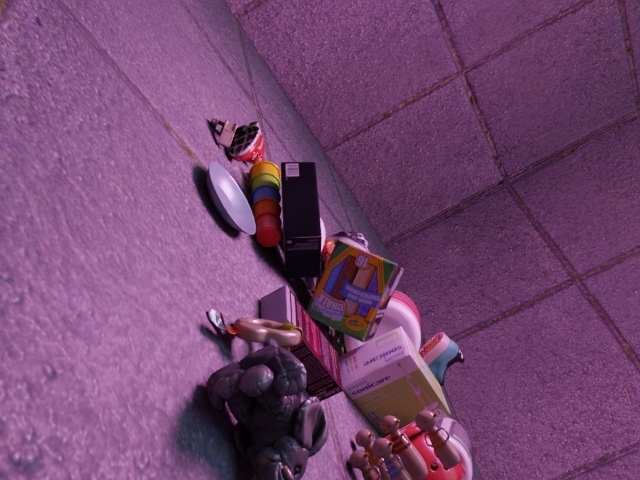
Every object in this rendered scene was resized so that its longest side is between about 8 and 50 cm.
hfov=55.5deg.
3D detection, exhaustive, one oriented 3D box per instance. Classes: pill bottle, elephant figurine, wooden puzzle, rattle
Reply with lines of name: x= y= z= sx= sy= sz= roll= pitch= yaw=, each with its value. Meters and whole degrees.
pill bottle: x=0.209 y=0.279 z=1.969 sx=0.229 sy=0.229 sz=0.408 roll=62 pitch=9 yaw=2
pill bottle: x=0.349 y=0.637 z=1.798 sx=0.204 sy=0.204 sz=0.361 roll=64 pitch=11 yaw=12
elephant figurine: x=-0.069 y=0.295 z=0.924 sx=0.169 sy=0.186 sz=0.239 roll=-11 pitch=-80 yaw=56
wooden puzzle: x=0.052 y=0.300 z=1.770 sx=0.116 sy=0.014 sz=0.078 roll=57 pitch=11 yaw=-24
rattle: x=-0.131 y=0.203 z=1.110 sx=0.130 sy=0.142 sz=0.200 roll=31 pitch=11 yaw=30

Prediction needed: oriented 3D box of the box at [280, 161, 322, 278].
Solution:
box: x=-0.053 y=-0.056 z=1.634 sx=0.184 sy=0.103 sz=0.261 roll=96 pitch=-9 yaw=-53

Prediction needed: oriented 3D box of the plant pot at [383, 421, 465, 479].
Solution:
plant pot: x=0.245 y=0.560 z=1.546 sx=0.174 sy=0.191 sz=0.191 roll=63 pitch=10 yaw=20

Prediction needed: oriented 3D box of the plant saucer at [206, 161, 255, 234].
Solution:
plant saucer: x=-0.218 y=-0.091 z=1.425 sx=0.195 sy=0.037 sz=0.195 roll=57 pitch=12 yaw=-19

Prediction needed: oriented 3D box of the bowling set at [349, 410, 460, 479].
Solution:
bowling set: x=0.136 y=0.476 z=1.308 sx=0.200 sy=0.287 sz=0.154 roll=-17 pitch=69 yaw=-45

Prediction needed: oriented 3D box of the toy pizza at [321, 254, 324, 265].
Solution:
toy pizza: x=0.035 y=0.097 z=2.159 sx=0.201 sy=0.032 sz=0.201 roll=59 pitch=9 yaw=-16

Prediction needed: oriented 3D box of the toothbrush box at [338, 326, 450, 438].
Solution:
toothbrush box: x=0.205 y=0.407 z=1.698 sx=0.283 sy=0.206 sz=0.122 roll=54 pitch=13 yaw=-32

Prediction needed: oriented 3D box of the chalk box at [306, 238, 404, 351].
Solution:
chalk box: x=0.084 y=0.168 z=1.678 sx=0.179 sy=0.289 sz=0.180 roll=25 pitch=-1 yaw=15

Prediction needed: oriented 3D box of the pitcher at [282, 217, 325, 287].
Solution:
pitcher: x=-0.043 y=0.022 z=1.802 sx=0.177 sy=0.126 sz=0.207 roll=82 pitch=1 yaw=-53

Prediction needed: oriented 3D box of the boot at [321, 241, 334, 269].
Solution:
boot: x=0.026 y=0.050 z=1.826 sx=0.084 sy=0.059 sz=0.158 roll=48 pitch=15 yaw=-1

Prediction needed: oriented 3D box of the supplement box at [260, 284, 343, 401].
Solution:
supplement box: x=-0.041 y=0.229 z=1.347 sx=0.239 sy=0.073 sz=0.130 roll=55 pitch=13 yaw=-27

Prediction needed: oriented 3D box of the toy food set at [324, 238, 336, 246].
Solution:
toy food set: x=0.000 y=0.000 z=1.978 sx=0.192 sy=0.038 sz=0.132 roll=40 pitch=10 yaw=31

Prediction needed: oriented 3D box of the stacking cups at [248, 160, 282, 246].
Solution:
stacking cups: x=-0.151 y=-0.095 z=1.661 sx=0.096 sy=0.096 sz=0.316 roll=54 pitch=18 yaw=-36

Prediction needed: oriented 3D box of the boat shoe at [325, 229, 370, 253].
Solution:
boat shoe: x=0.109 y=0.016 z=2.048 sx=0.108 sy=0.102 sz=0.301 roll=60 pitch=-13 yaw=-14

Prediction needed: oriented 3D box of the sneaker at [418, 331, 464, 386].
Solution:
sneaker: x=0.308 y=0.423 z=1.849 sx=0.121 sy=0.302 sz=0.108 roll=43 pitch=11 yaw=-6

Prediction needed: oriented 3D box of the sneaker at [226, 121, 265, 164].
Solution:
sneaker: x=-0.203 y=-0.275 z=1.809 sx=0.279 sy=0.107 sz=0.118 roll=-85 pitch=154 yaw=-67

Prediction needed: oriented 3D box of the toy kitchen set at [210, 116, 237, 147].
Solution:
toy kitchen set: x=-0.281 y=-0.295 z=1.694 sx=0.068 sy=0.075 sz=0.083 roll=20 pitch=-14 yaw=-15
